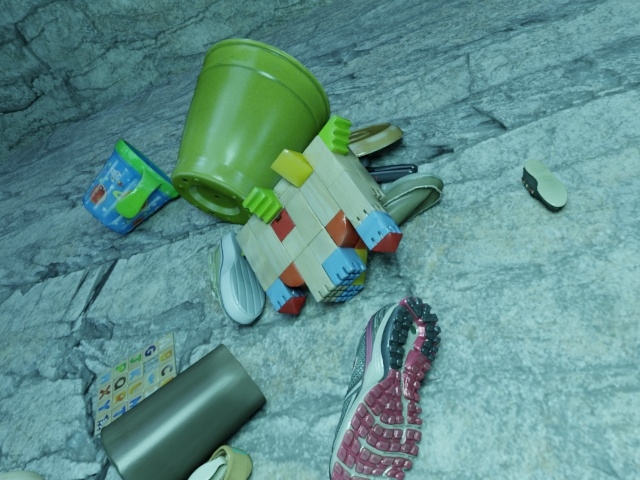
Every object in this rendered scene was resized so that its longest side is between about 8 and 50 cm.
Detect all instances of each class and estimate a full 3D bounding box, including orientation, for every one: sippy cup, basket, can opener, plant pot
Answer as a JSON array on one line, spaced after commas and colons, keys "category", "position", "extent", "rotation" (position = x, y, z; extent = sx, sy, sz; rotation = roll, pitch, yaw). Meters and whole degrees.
[{"category": "sippy cup", "position": [-0.589, -0.149, 1.480], "extent": [0.240, 0.305, 0.224], "rotation": [43, 88, 6]}, {"category": "basket", "position": [-0.217, 0.294, 0.809], "extent": [0.226, 0.204, 0.154], "rotation": [-38, 80, -18]}, {"category": "can opener", "position": [0.133, -0.157, 1.127], "extent": [0.185, 0.073, 0.059], "rotation": [6, 44, 26]}, {"category": "plant pot", "position": [0.087, -0.244, 1.196], "extent": [0.236, 0.033, 0.236], "rotation": [-17, 20, 6]}, {"category": "plant pot", "position": [-0.204, -0.247, 1.247], "extent": [0.366, 0.366, 0.353], "rotation": [5, 63, 37]}]

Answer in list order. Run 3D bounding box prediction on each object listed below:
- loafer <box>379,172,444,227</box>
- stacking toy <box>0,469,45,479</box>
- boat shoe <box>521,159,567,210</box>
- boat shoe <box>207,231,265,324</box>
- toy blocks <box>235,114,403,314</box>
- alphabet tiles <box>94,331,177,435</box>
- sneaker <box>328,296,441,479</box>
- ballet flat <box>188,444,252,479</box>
[{"category": "loafer", "position": [0.143, -0.047, 0.991], "extent": [0.251, 0.094, 0.088], "rotation": [-30, 47, 18]}, {"category": "stacking toy", "position": [-0.484, 0.542, 0.768], "extent": [0.141, 0.141, 0.330], "rotation": [-41, 46, -11]}, {"category": "boat shoe", "position": [0.413, -0.097, 0.894], "extent": [0.048, 0.042, 0.133], "rotation": [-7, 42, -1]}, {"category": "boat shoe", "position": [-0.193, 0.092, 1.065], "extent": [0.094, 0.109, 0.302], "rotation": [-42, 29, 12]}, {"category": "toy blocks", "position": [0.000, 0.000, 0.925], "extent": [0.381, 0.190, 0.261], "rotation": [-47, 61, 27]}, {"category": "alphabet tiles", "position": [-0.384, 0.323, 1.007], "extent": [0.198, 0.009, 0.237], "rotation": [-31, 39, 2]}, {"category": "sneaker", "position": [0.091, 0.231, 0.726], "extent": [0.112, 0.120, 0.299], "rotation": [-28, 29, 55]}, {"category": "ballet flat", "position": [-0.209, 0.411, 0.749], "extent": [0.232, 0.073, 0.080], "rotation": [-46, 43, -15]}]
